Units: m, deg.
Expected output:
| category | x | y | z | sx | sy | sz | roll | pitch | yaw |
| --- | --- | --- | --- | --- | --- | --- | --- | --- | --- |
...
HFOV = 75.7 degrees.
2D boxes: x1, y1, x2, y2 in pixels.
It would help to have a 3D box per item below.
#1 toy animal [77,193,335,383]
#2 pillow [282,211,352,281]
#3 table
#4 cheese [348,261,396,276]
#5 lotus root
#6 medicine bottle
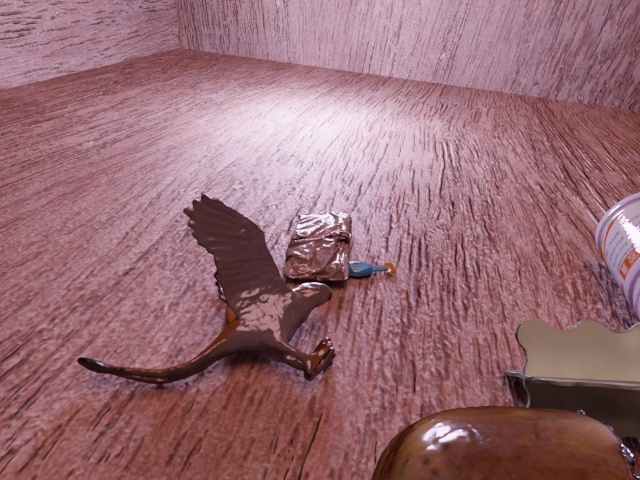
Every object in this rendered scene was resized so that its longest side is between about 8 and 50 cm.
| category | x | y | z | sx | sy | sz | roll | pitch | yaw |
| --- | --- | --- | --- | --- | --- | --- | --- | --- | --- |
| toy animal | -0.128 | 0.130 | 0.603 | 0.302 | 0.225 | 0.284 | 26 | 56 | 10 |
| pillow | 0.000 | 0.000 | 0.876 | 0.135 | 0.049 | 0.248 | 0 | 31 | 7 |
| table | 0.370 | 0.190 | 0.556 | 0.198 | 0.167 | 0.166 | 0 | 33 | 7 |
| cheese | 0.098 | 0.057 | 0.835 | 0.111 | 0.017 | 0.047 | -1 | 37 | -9 |
| lotus root | 0.122 | 0.257 | 0.341 | 0.192 | 0.272 | 0.272 | 7 | 32 | 22 |
| medicine bottle | 0.655 | 0.058 | 0.741 | 0.202 | 0.202 | 0.316 | 11 | 33 | 9 |
